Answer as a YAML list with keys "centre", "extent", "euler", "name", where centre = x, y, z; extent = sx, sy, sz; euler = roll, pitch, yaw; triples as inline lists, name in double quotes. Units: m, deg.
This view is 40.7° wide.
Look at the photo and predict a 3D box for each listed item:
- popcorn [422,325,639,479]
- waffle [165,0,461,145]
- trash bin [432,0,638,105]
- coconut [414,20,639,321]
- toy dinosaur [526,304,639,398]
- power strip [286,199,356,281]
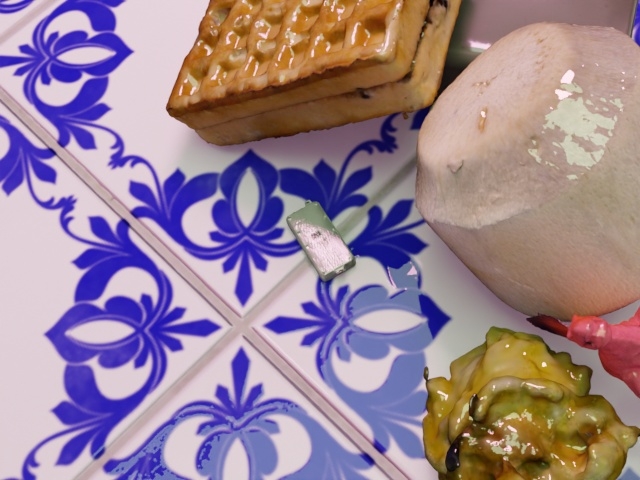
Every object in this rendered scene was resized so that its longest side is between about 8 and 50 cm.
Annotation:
- centre: [0.163, 0.149, 0.694]
  extent: [0.173, 0.195, 0.168]
  euler: [14, 69, 7]
  name: "popcorn"
- centre: [-0.007, -0.211, 0.870]
  extent: [0.308, 0.091, 0.213]
  euler: [-4, 58, 41]
  name: "waffle"
- centre: [0.199, -0.214, 0.907]
  extent: [0.240, 0.122, 0.164]
  euler: [10, 67, 14]
  name: "trash bin"
- centre: [0.221, -0.048, 0.759]
  extent: [0.237, 0.266, 0.237]
  euler: [-39, 30, 28]
  name: "coconut"
- centre: [0.254, 0.097, 0.710]
  extent: [0.139, 0.286, 0.070]
  euler: [7, 78, 41]
  name: "toy dinosaur"
- centre: [0.000, 0.000, 0.885]
  extent: [0.040, 0.016, 0.090]
  euler: [-29, 65, -7]
  name: "power strip"
